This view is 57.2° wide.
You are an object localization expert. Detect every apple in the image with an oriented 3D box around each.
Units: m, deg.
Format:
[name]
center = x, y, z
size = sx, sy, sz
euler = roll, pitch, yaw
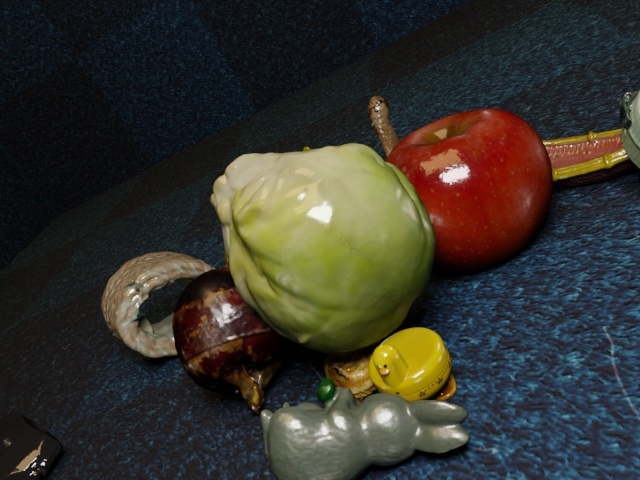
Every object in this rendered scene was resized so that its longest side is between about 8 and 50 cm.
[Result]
[apple]
center = 0.229, -0.082, 0.923
size = 0.260, 0.217, 0.260
euler = -26, 23, 12

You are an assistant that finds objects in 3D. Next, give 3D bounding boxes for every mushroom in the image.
[mushroom]
center = 0.144, -0.190, 1.231
size = 0.147, 0.218, 0.227
euler = -15, 29, 31

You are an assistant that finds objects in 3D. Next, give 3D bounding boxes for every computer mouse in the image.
[computer mouse]
center = -0.564, 0.401, 1.100
size = 0.217, 0.074, 0.122
euler = 8, 47, 46

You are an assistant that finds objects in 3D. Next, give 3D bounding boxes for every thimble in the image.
[thimble]
center = -0.318, 0.129, 1.200
size = 0.229, 0.196, 0.148
euler = -10, 14, -32

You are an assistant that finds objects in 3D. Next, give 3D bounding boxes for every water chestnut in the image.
[water chestnut]
center = -0.124, 0.155, 0.935
size = 0.223, 0.238, 0.224
euler = -25, -17, -8

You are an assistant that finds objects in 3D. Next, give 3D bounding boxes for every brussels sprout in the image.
[brussels sprout]
center = 0.011, 0.000, 0.789
size = 0.273, 0.317, 0.242
euler = -28, 9, 43

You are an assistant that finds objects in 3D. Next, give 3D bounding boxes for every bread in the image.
[bread]
center = 0.052, 0.179, 0.838
size = 0.083, 0.044, 0.110
euler = -37, 22, -16

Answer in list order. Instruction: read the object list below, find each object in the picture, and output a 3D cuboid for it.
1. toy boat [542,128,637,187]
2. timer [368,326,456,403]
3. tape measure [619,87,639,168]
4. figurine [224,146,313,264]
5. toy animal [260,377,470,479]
[toy boat]
center = 0.426, -0.147, 0.970
size = 0.317, 0.099, 0.141
euler = -2, 36, 44
[timer]
center = 0.108, 0.152, 0.743
size = 0.107, 0.109, 0.107
euler = -25, 24, 12
[tape measure]
center = 0.532, -0.164, 0.780
size = 0.235, 0.115, 0.207
euler = -33, 63, -4
[figurine]
center = -0.121, -0.071, 1.389
size = 0.326, 0.169, 0.218
euler = -43, 11, -31
[toy animal]
center = 0.052, 0.233, 0.695
size = 0.236, 0.139, 0.108
euler = -2, -9, 8
